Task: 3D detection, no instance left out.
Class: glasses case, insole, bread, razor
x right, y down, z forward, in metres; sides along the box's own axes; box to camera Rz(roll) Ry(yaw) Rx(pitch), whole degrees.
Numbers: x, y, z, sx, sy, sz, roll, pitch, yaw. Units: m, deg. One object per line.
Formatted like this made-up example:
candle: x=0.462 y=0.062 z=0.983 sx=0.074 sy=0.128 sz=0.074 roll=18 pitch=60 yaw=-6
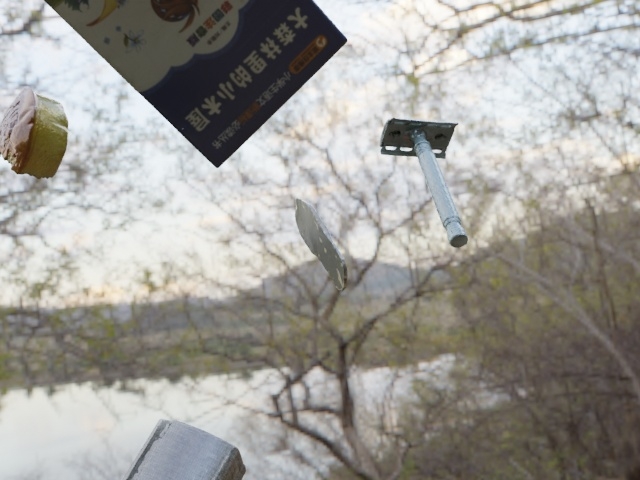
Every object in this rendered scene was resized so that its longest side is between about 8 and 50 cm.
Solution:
glasses case: x=-0.127 y=0.218 z=0.637 sx=0.071 sy=0.205 sz=0.047 roll=19 pitch=-34 yaw=18
insole: x=0.000 y=0.000 z=1.573 sx=0.011 sy=0.081 sz=0.248 roll=-8 pitch=32 yaw=-18
bread: x=-0.440 y=-0.167 z=1.469 sx=0.086 sy=0.125 sz=0.156 roll=16 pitch=7 yaw=-34
razor: x=0.161 y=-0.080 z=1.321 sx=0.106 sy=0.232 sz=0.068 roll=1 pitch=-47 yaw=-16

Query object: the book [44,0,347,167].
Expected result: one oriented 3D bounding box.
book: x=-0.149 y=-0.268 z=1.108 sx=0.228 sy=0.322 sz=0.018 roll=-44 pitch=24 yaw=5
